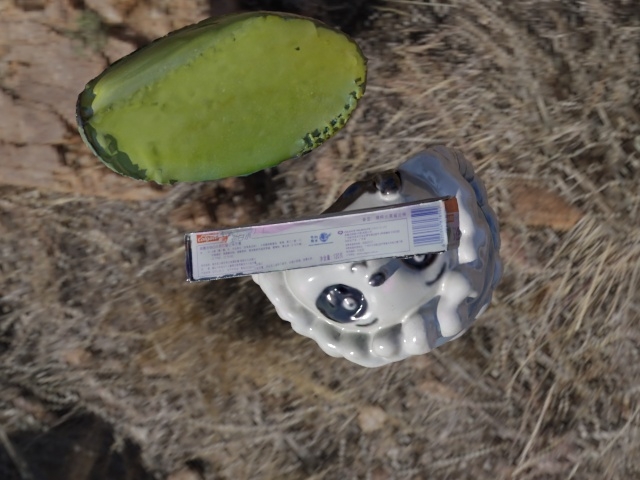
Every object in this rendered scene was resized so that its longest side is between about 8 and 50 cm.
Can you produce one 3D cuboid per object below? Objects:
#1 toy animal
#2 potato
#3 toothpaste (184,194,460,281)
[{"bbox_3d":[0.065,0.027,1.207,0.208,0.204,0.156,-34,85,11],"label":"toy animal"},{"bbox_3d":[-0.066,-0.097,0.895,0.054,0.198,0.119,50,154,42],"label":"potato"},{"bbox_3d":[0.000,0.000,0.995,0.196,0.047,0.040,-8,91,17],"label":"toothpaste"}]
